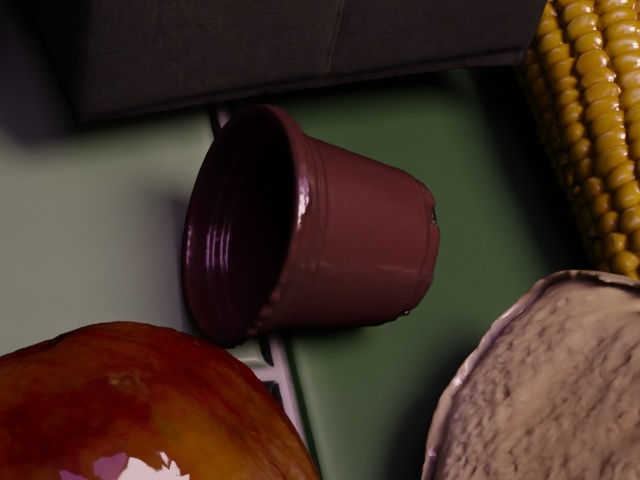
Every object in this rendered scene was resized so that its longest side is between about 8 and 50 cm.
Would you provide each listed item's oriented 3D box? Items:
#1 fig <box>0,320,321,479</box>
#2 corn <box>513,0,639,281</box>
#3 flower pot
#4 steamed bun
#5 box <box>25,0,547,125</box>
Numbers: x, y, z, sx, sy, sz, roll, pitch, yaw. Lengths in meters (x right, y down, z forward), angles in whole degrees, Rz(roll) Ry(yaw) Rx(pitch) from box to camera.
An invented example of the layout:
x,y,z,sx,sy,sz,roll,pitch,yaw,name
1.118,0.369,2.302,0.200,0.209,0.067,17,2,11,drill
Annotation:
x,y,z,sx,sy,sz,roll,pitch,yaw,name
-0.069,0.172,0.405,0.191,0.191,0.290,-22,104,-30,fig
0.162,-0.077,0.667,0.115,0.115,0.317,-1,57,-19,corn
0.000,0.000,0.569,0.089,0.111,0.111,11,52,-30,flower pot
0.105,0.123,0.479,0.110,0.231,0.212,42,89,-16,steamed bun
-0.050,-0.254,0.632,0.251,0.204,0.345,-12,53,-23,box
